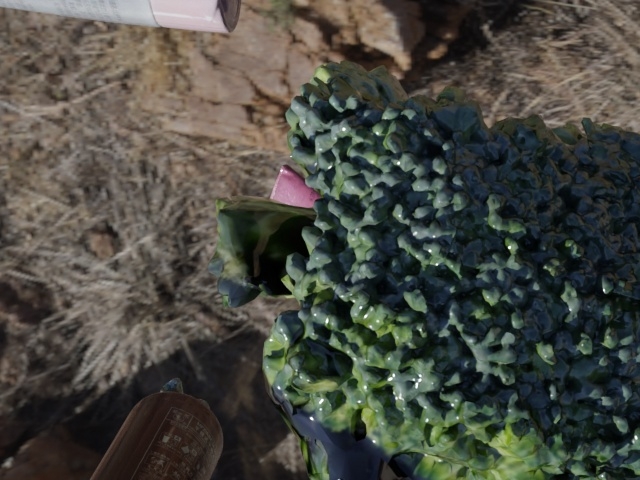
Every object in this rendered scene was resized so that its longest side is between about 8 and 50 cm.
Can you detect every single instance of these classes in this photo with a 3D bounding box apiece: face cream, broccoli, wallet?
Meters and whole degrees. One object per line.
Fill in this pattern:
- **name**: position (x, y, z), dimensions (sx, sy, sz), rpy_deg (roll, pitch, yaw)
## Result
- **face cream**: position (-0.149, -0.173, 0.730), dimensions (0.198, 0.084, 0.057), rpy_deg (7, 64, 4)
- **broccoli**: position (0.108, 0.036, 0.763), dimensions (0.317, 0.338, 0.277), rpy_deg (13, 97, 39)
- **wallet**: position (0.000, 0.000, 1.654), dimensions (0.232, 0.025, 0.119), rpy_deg (43, 126, 36)

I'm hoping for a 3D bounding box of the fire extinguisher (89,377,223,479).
- **fire extinguisher**: position (-0.144, 0.210, 1.013), dimensions (0.105, 0.269, 0.105), rpy_deg (4, 114, 9)
